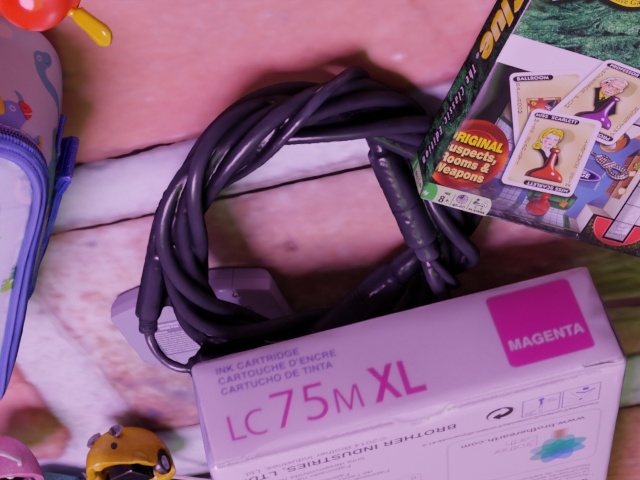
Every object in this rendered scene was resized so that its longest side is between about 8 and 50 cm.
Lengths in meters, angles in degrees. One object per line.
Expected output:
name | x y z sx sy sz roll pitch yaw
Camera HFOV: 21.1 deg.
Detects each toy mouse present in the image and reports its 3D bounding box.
toy mouse | -0.153 0.131 0.928 0.143 0.031 0.161 -25 153 24

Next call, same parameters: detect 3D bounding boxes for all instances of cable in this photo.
cable | 0.000 0.000 0.743 0.150 0.047 0.184 4 137 -13

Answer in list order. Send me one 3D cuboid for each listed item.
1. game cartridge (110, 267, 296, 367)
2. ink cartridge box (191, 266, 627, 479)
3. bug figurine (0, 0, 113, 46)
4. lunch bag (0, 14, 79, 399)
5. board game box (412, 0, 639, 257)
game cartridge | -0.056 0.036 0.832 0.083 0.017 0.056 -11 144 16
ink cartridge box | 0.048 0.132 0.870 0.186 0.065 0.311 -14 146 -3
bug figurine | -0.124 -0.164 0.525 0.216 0.072 0.279 25 142 -18
lunch bag | -0.198 -0.011 0.718 0.176 0.090 0.219 9 143 -14
board game box | 0.182 -0.041 0.689 0.260 0.030 0.136 14 126 -15
